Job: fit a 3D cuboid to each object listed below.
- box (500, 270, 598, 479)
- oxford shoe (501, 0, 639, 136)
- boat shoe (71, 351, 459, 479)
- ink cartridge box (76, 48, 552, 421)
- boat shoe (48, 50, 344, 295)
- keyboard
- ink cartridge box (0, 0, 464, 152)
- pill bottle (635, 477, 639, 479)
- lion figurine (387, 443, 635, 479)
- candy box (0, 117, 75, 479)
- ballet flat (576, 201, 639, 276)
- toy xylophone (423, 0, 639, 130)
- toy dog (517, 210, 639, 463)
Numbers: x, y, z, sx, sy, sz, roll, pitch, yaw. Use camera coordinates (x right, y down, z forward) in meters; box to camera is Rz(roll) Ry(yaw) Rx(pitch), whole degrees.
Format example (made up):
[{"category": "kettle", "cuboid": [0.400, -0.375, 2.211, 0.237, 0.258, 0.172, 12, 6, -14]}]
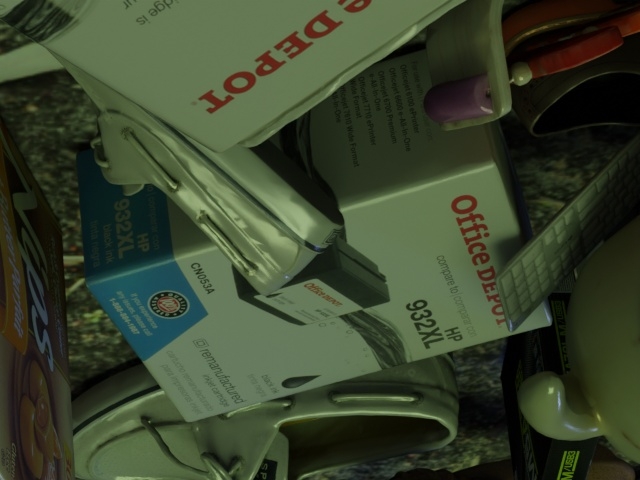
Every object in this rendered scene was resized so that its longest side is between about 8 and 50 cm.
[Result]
[{"category": "box", "cuboid": [0.191, 0.135, 1.492, 0.045, 0.191, 0.184, 2, 139, -5]}, {"category": "oxford shoe", "cuboid": [0.264, -0.127, 1.251, 0.271, 0.098, 0.097, -12, 143, 5]}, {"category": "boat shoe", "cuboid": [-0.053, 0.185, 1.545, 0.367, 0.156, 0.136, -12, 142, 3]}, {"category": "ink cartridge box", "cuboid": [0.000, 0.000, 1.339, 0.307, 0.129, 0.223, -16, 142, 9]}, {"category": "boat shoe", "cuboid": [-0.108, -0.069, 1.176, 0.267, 0.096, 0.088, 40, 103, -13]}, {"category": "keyboard", "cuboid": [0.218, -0.037, 1.308, 0.256, 0.014, 0.072, -44, 150, -17]}, {"category": "ink cartridge box", "cuboid": [-0.092, -0.252, 0.962, 0.285, 0.166, 0.395, -31, 137, 27]}, {"category": "pill bottle", "cuboid": [0.332, 0.294, 1.822, 0.087, 0.087, 0.160, 23, 132, -35]}, {"category": "lion figurine", "cuboid": [0.169, 0.251, 1.634, 0.392, 0.142, 0.240, -22, 159, -31]}, {"category": "candy box", "cuboid": [-0.239, 0.069, 1.225, 0.087, 0.316, 0.183, -14, 142, 4]}, {"category": "ballet flat", "cuboid": [0.252, 0.033, 1.484, 0.074, 0.074, 0.203, -15, 145, 8]}, {"category": "toy xylophone", "cuboid": [0.210, -0.165, 1.076, 0.322, 0.081, 0.236, -24, -174, -6]}, {"category": "toy dog", "cuboid": [0.340, -0.015, 1.188, 0.395, 0.285, 0.408, -4, 153, -20]}]
